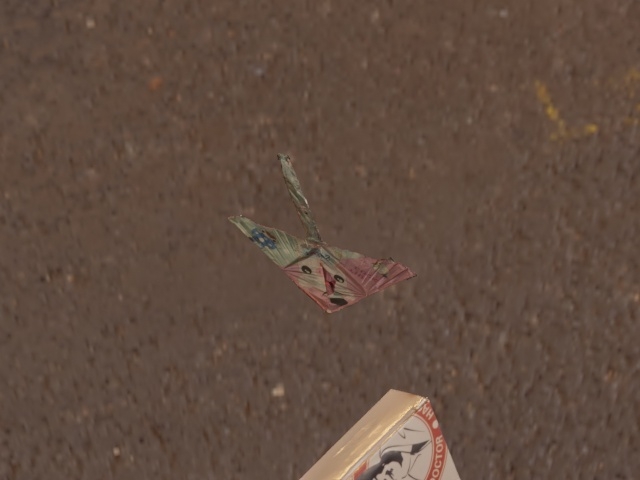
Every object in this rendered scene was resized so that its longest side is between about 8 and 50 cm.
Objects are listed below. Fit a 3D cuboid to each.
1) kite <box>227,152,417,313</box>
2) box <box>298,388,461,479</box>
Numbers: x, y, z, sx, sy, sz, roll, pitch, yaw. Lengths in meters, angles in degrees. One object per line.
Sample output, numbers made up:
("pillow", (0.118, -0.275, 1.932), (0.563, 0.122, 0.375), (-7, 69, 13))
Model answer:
("kite", (0.000, 0.000, 1.033), (0.137, 0.152, 0.005), (17, 55, 20))
("box", (0.087, 0.366, 1.782), (0.069, 0.353, 0.214), (9, 41, 46))
